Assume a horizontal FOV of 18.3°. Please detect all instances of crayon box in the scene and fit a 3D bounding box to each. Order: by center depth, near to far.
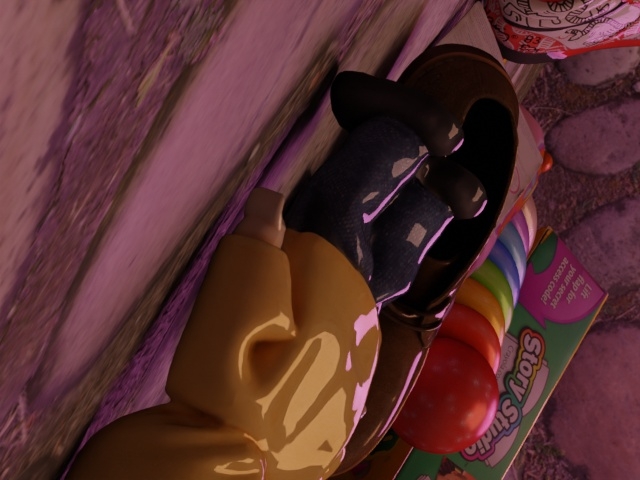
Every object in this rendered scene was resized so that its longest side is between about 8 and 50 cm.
[{"bbox_3d":[0.059,0.172,1.831,0.313,0.106,0.363,-24,-155,50],"label":"crayon box"}]

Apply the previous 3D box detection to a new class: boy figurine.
[{"bbox_3d":[-0.020,0.057,1.004,0.285,0.092,0.177,-55,145,-20],"label":"boy figurine"}]

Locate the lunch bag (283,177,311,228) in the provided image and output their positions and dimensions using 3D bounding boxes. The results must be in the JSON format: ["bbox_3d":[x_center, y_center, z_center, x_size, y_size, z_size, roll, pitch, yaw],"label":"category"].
[{"bbox_3d":[0.000,0.000,1.187,0.071,0.053,0.083,-58,-174,-6],"label":"lunch bag"}]

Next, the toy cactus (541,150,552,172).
[{"bbox_3d":[0.140,-0.068,1.968,0.180,0.112,0.219,-49,-175,10],"label":"toy cactus"}]

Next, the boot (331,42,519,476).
[{"bbox_3d":[0.042,0.027,1.265,0.115,0.112,0.305,-109,-140,-69],"label":"boot"}]

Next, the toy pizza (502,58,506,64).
[{"bbox_3d":[0.168,-0.190,1.792,0.201,0.032,0.201,-58,175,-8],"label":"toy pizza"}]

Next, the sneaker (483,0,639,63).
[{"bbox_3d":[0.259,-0.209,1.528,0.145,0.270,0.090,79,-1,-75],"label":"sneaker"}]

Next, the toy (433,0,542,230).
[{"bbox_3d":[0.083,-0.066,1.420,0.056,0.137,0.237,-14,-161,26],"label":"toy"}]

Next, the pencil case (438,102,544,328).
[{"bbox_3d":[0.073,-0.008,1.519,0.284,0.124,0.124,-52,172,-45],"label":"pencil case"}]

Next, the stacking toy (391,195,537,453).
[{"bbox_3d":[0.102,0.060,1.627,0.330,0.141,0.141,-77,-167,-57],"label":"stacking toy"}]
